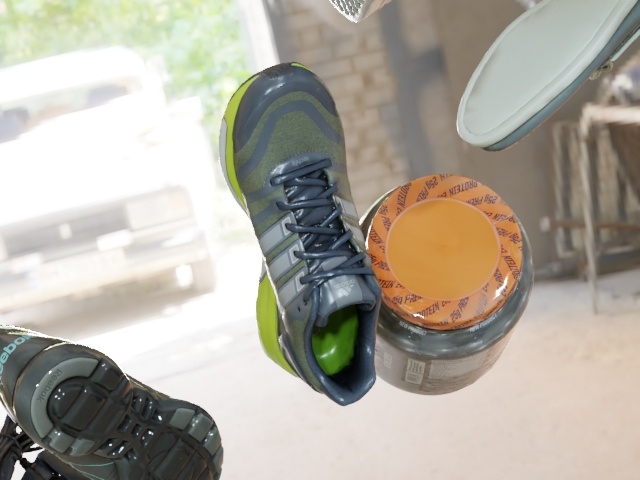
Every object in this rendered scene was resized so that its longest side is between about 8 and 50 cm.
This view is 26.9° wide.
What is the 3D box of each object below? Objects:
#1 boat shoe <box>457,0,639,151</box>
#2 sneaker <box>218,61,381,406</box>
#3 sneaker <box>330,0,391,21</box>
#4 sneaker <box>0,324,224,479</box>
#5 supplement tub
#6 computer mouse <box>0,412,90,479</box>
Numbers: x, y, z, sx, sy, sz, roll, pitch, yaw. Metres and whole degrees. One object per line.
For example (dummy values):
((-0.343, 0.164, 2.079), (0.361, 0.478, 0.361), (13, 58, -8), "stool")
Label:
((0.262, -0.192, 1.251), (0.319, 0.099, 0.116), (-49, 38, -1), "boat shoe")
((0.000, 0.000, 1.077), (0.111, 0.300, 0.121), (-22, 30, -18), "sneaker")
((0.076, -0.284, 1.168), (0.127, 0.126, 0.321), (-38, 9, -8), "sneaker")
((-0.166, 0.139, 1.047), (0.106, 0.267, 0.101), (24, 71, 37), "sneaker")
((0.133, 0.053, 1.538), (0.207, 0.207, 0.338), (-13, -17, -3), "supplement tub")
((-0.246, 0.288, 1.329), (0.072, 0.272, 0.188), (-13, 29, 29), "computer mouse")
